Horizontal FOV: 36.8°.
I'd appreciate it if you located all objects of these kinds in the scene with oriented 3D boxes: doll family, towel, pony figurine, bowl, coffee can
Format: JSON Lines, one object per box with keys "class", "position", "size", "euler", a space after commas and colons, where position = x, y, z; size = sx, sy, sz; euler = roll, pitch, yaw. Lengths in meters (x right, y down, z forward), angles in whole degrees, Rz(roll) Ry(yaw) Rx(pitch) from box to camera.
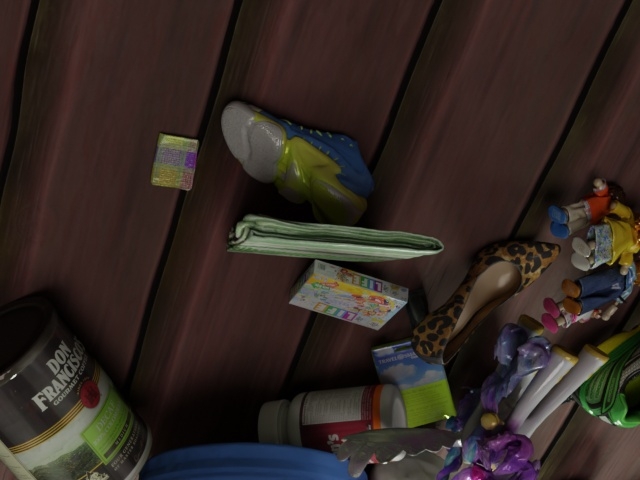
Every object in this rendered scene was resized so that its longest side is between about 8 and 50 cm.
{"class": "doll family", "position": [0.433, 0.037, 1.434], "size": [0.163, 0.118, 0.263], "euler": [-20, 124, -27]}
{"class": "towel", "position": [-0.206, -0.110, 1.362], "size": [0.060, 0.009, 0.083], "euler": [9, 118, -10]}
{"class": "pony figurine", "position": [0.243, 0.291, 1.381], "size": [0.363, 0.303, 0.351], "euler": [-60, 152, 10]}
{"class": "bowl", "position": [-0.107, 0.406, 1.531], "size": [0.391, 0.077, 0.391], "euler": [1, 151, 0]}
{"class": "coffee can", "position": [-0.408, 0.250, 1.438], "size": [0.201, 0.201, 0.275], "euler": [-25, 120, 9]}
{"class": "towel", "position": [0.000, 0.000, 1.290], "size": [0.247, 0.325, 0.038], "euler": [6, 86, -9]}

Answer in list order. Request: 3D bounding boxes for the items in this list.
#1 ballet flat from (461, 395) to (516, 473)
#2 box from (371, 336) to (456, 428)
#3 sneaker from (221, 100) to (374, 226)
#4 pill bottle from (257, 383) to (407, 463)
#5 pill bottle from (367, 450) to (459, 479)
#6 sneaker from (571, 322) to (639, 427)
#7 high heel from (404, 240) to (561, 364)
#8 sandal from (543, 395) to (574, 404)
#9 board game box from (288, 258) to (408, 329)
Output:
{"class": "ballet flat", "position": [0.294, 0.379, 1.642], "size": [0.123, 0.123, 0.349], "euler": [-16, 120, 3]}
{"class": "box", "position": [0.151, 0.224, 1.572], "size": [0.109, 0.042, 0.178], "euler": [-16, 120, 3]}
{"class": "sneaker", "position": [-0.024, -0.119, 1.342], "size": [0.240, 0.126, 0.091], "euler": [43, 134, 3]}
{"class": "pill bottle", "position": [0.020, 0.298, 1.535], "size": [0.221, 0.121, 0.121], "euler": [-9, 122, 17]}
{"class": "pill bottle", "position": [0.124, 0.530, 1.668], "size": [0.176, 0.176, 0.319], "euler": [13, 117, -13]}
{"class": "sneaker", "position": [0.564, 0.172, 1.510], "size": [0.343, 0.146, 0.134], "euler": [-43, 116, 1]}
{"class": "high heel", "position": [0.253, 0.095, 1.424], "size": [0.261, 0.186, 0.093], "euler": [-24, 116, 8]}
{"class": "sandal", "position": [0.411, 0.240, 1.612], "size": [0.179, 0.040, 0.067], "euler": [-21, 120, 10]}
{"class": "board game box", "position": [0.042, 0.084, 1.464], "size": [0.154, 0.026, 0.103], "euler": [18, 145, -15]}
